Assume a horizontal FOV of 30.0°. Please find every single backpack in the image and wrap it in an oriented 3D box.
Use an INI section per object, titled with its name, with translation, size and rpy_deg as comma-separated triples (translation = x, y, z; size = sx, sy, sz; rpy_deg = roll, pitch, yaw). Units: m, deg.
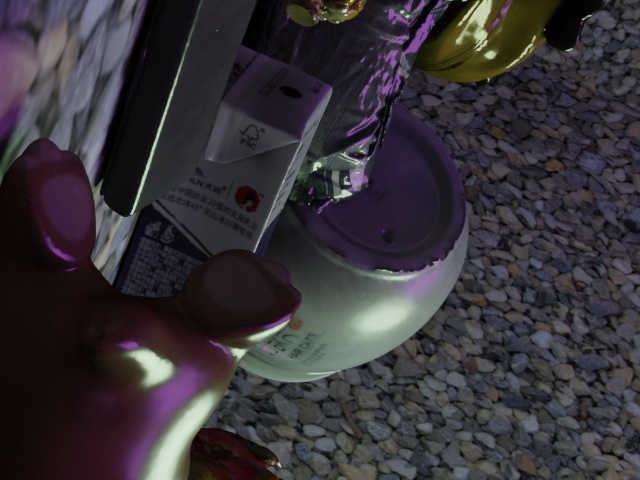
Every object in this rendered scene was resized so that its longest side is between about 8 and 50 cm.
[backpack]
translation = 0.185, -0.316, 1.251
size = 0.353, 0.201, 0.378
rpy_deg = -58, -161, 29

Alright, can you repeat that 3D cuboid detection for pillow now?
[pillow]
translation = 0.028, -0.193, 1.063
size = 0.335, 0.162, 0.092
rpy_deg = -65, -165, 0

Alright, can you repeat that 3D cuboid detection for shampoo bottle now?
[shampoo bottle]
translation = 0.000, 0.000, 1.240
size = 0.266, 0.273, 0.273
rpy_deg = -51, -169, 51

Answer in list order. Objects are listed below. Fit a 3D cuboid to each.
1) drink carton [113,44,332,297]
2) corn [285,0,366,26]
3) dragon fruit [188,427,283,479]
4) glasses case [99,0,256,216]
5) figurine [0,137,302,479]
[drink carton]
translation = -0.080, -0.035, 0.986
size = 0.222, 0.102, 0.134
rpy_deg = -65, 178, 27
[corn]
translation = 0.038, -0.295, 0.914
size = 0.097, 0.097, 0.319
rpy_deg = 114, -1, -67
[dragon fruit]
translation = -0.164, 0.315, 1.208
size = 0.291, 0.250, 0.269
rpy_deg = -13, 122, -70
[glasses case]
translation = -0.081, -0.103, 0.696
size = 0.072, 0.042, 0.190
rpy_deg = -48, 167, -52
[figurine]
translation = -0.114, 0.120, 0.521
size = 0.247, 0.177, 0.173
rpy_deg = -53, -158, 20
